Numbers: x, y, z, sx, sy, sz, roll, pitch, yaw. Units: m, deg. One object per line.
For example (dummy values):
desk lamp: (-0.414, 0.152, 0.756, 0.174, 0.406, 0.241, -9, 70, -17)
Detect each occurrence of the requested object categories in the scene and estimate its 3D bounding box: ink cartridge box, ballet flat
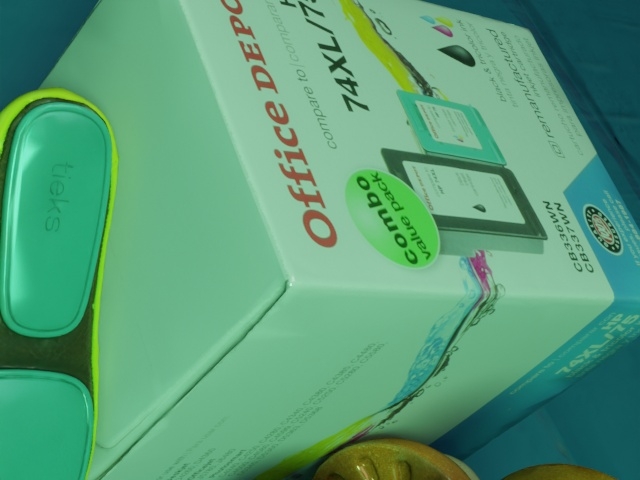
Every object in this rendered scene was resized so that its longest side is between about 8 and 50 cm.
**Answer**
ink cartridge box: (0.000, 0.000, 0.636, 0.270, 0.197, 0.198, 4, 54, -42)
ballet flat: (-0.137, 0.048, 0.531, 0.077, 0.077, 0.231, 12, 85, -33)

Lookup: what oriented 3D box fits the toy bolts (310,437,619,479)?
toy bolts: (0.099, 0.194, 0.566, 0.158, 0.218, 0.229, -13, 85, -57)
